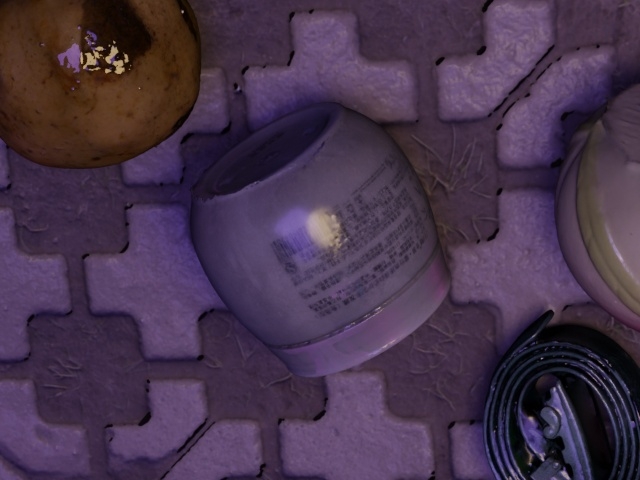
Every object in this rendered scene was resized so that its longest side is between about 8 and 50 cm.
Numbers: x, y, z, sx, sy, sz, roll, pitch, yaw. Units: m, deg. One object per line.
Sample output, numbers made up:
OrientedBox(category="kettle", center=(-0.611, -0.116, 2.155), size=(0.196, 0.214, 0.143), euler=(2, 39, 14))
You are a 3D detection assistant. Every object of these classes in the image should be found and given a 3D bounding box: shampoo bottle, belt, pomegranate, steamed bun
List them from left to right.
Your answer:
OrientedBox(category="pomegranate", center=(-0.273, -0.213, 1.760), size=(0.281, 0.281, 0.281), euler=(2, 105, 9))
OrientedBox(category="shampoo bottle", center=(0.000, 0.000, 1.772), size=(0.273, 0.273, 0.266), euler=(-25, 109, 14))
OrientedBox(category="belt", center=(0.306, 0.215, 1.857), size=(0.206, 0.116, 0.268), euler=(-5, 100, 25))
OrientedBox(category="steamed bun", center=(0.404, -0.007, 1.707), size=(0.309, 0.309, 0.309), euler=(2, 105, 9))
